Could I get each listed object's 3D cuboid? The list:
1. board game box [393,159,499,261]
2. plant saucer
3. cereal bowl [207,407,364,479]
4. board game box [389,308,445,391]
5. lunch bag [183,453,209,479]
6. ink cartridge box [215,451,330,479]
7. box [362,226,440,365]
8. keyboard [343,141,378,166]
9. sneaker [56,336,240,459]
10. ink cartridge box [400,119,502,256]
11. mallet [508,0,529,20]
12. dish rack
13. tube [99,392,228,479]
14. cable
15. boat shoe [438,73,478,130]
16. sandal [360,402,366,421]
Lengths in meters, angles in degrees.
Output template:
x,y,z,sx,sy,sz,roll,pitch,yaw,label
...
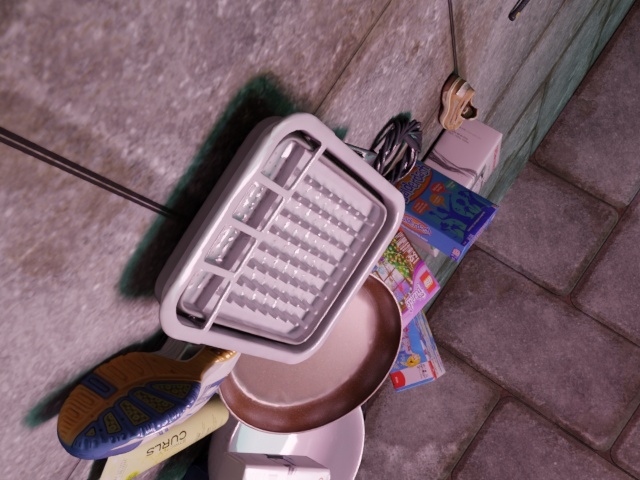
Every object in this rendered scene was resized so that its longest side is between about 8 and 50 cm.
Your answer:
x,y,z,sx,sy,sz,roll,pitch,yaw,label
0.222,-0.068,1.314,0.160,0.210,0.047,-43,157,-40,board game box
-0.019,0.166,1.045,0.311,0.050,0.310,-11,119,-21,plant saucer
-0.081,0.401,1.318,0.339,0.141,0.338,-7,102,-38,cereal bowl
0.179,0.172,1.496,0.086,0.301,0.308,-20,168,11,board game box
-0.230,0.480,1.320,0.098,0.067,0.065,-61,162,18,lunch bag
-0.091,0.454,1.175,0.191,0.082,0.139,18,84,-39,ink cartridge box
0.094,0.079,1.247,0.057,0.201,0.293,-31,-176,41,box
0.000,0.000,1.020,0.202,0.033,0.317,7,119,-46,keyboard
-0.195,0.196,0.822,0.296,0.112,0.131,-29,149,-55,sneaker
0.294,-0.127,1.553,0.289,0.122,0.211,-56,164,-3,ink cartridge box
0.460,-0.544,1.403,0.189,0.039,0.062,-49,162,-9,mallet
-0.045,0.006,0.832,0.285,0.072,0.333,-58,145,2,dish rack
-0.235,0.299,1.000,0.240,0.062,0.070,-18,98,-57,tube
0.133,-0.155,1.210,0.184,0.047,0.150,-25,140,-55,cable
0.287,-0.265,1.364,0.068,0.072,0.190,-56,163,-3,boat shoe
0.076,0.355,1.649,0.445,0.107,0.167,-64,158,-51,sandal
